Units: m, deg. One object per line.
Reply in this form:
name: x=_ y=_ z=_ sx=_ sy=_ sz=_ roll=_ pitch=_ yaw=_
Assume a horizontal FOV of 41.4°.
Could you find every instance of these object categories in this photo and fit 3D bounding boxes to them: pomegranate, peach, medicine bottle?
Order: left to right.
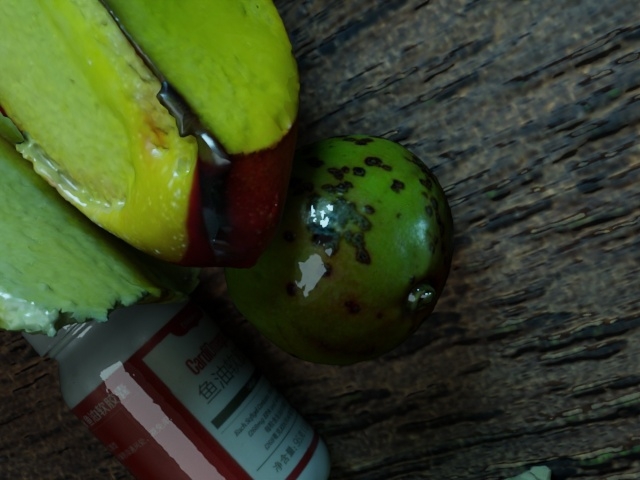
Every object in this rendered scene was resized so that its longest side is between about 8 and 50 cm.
peach: x=-0.104 y=-0.107 z=0.514 sx=0.267 sy=0.154 sz=0.159 roll=51 pitch=137 yaw=-3
medicine bottle: x=-0.114 y=0.130 z=0.684 sx=0.131 sy=0.131 sz=0.250 roll=-39 pitch=95 yaw=28
pomegranate: x=0.000 y=0.000 z=0.590 sx=0.205 sy=0.159 sz=0.159 roll=19 pitch=120 yaw=45

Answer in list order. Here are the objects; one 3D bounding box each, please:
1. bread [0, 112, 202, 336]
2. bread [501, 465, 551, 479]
bread: x=-0.253 y=-0.083 z=0.563 sx=0.362 sy=0.233 sz=0.245 roll=9 pitch=112 yaw=25
bread: x=0.074 y=0.405 z=0.593 sx=0.390 sy=0.279 sz=0.371 roll=-40 pitch=68 yaw=28
